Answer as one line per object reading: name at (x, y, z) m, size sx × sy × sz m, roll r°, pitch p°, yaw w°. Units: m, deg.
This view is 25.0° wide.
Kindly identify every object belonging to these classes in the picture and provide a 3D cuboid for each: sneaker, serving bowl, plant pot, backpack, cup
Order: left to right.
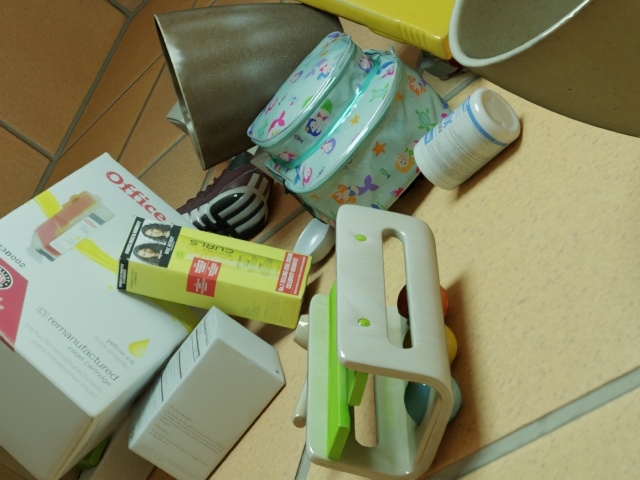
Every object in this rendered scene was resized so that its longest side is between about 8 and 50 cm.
sneaker at (-0.162, -0.048, 2.260) m, size 0.281 × 0.106 × 0.162 m, roll -23°, pitch 30°, yaw 39°
plant pot at (-0.080, -0.231, 1.923) m, size 0.230 × 0.215 × 0.215 m, roll -19°, pitch 19°, yaw -6°
serving bowl at (0.000, 0.000, 1.868) m, size 0.083 × 0.027 × 0.083 m, roll -47°, pitch 19°, yaw 22°
backpack at (0.039, -0.133, 1.778) m, size 0.225 × 0.191 × 0.253 m, roll -50°, pitch 25°, yaw 3°
cup at (0.301, -0.210, 1.175) m, size 0.331 × 0.237 × 0.331 m, roll -47°, pitch 21°, yaw 23°

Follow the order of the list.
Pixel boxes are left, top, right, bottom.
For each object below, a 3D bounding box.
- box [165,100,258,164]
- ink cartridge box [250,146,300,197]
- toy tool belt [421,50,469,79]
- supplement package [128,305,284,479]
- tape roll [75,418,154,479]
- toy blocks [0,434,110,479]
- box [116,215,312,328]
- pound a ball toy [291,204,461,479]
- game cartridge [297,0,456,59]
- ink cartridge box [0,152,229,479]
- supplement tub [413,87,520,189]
box at (-0.127, -0.255, 2.429) m, size 0.232 × 0.148 × 0.127 m, roll -57°, pitch 19°, yaw -4°
ink cartridge box at (-0.015, -0.144, 2.026) m, size 0.063 × 0.109 × 0.150 m, roll -21°, pitch 37°, yaw 62°
toy tool belt at (0.165, -0.242, 1.852) m, size 0.083 × 0.052 × 0.051 m, roll -10°, pitch 56°, yaw 64°
supplement package at (-0.141, 0.191, 1.757) m, size 0.179 × 0.105 × 0.105 m, roll -51°, pitch 17°, yaw 10°
tape roll at (-0.326, 0.296, 2.078) m, size 0.392 × 0.072 × 0.392 m, roll -47°, pitch 19°, yaw 22°
toy blocks at (-0.444, 0.250, 1.925) m, size 0.190 × 0.261 × 0.381 m, roll -28°, pitch 33°, yaw 53°
box at (-0.133, 0.040, 1.809) m, size 0.087 × 0.232 × 0.058 m, roll -74°, pitch -2°, yaw -48°
pound a ball toy at (0.056, 0.115, 1.427) m, size 0.319 × 0.135 × 0.208 m, roll -89°, pitch 13°, yaw -59°
game cartridge at (0.127, -0.380, 1.869) m, size 0.323 × 0.053 × 0.285 m, roll 29°, pitch 66°, yaw 36°
ink cartridge box at (-0.310, 0.086, 1.864) m, size 0.160 × 0.279 × 0.384 m, roll -54°, pitch -7°, yaw 37°
supplement tub at (0.163, -0.112, 1.602) m, size 0.107 × 0.071 × 0.071 m, roll -40°, pitch 23°, yaw 34°
